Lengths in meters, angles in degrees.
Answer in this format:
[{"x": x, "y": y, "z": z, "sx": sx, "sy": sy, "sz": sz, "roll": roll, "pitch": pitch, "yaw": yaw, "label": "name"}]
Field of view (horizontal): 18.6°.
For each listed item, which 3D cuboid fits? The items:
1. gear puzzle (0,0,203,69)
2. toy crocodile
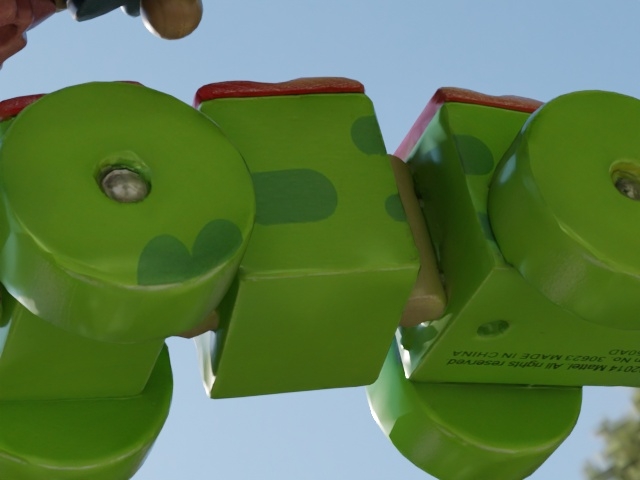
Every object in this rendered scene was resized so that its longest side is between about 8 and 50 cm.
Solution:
[{"x": -0.054, "y": -0.136, "z": 0.515, "sx": 0.175, "sy": 0.044, "sz": 0.339, "roll": -25, "pitch": -18, "yaw": -21, "label": "gear puzzle"}, {"x": 0.000, "y": 0.000, "z": 0.537, "sx": 0.340, "sy": 0.105, "sz": 0.115, "roll": 1, "pitch": -35, "yaw": -20, "label": "toy crocodile"}]
